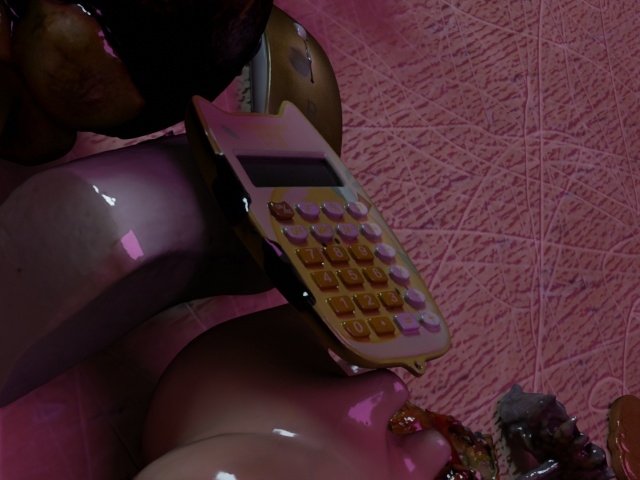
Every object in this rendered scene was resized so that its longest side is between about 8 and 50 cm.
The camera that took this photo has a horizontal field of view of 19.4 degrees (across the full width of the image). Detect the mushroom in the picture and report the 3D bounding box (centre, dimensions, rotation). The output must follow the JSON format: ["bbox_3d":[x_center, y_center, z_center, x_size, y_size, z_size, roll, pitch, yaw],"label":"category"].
[{"bbox_3d":[-0.091,-0.005,1.368,0.126,0.177,0.397,48,30,15],"label":"mushroom"}]

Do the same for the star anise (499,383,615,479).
[{"bbox_3d":[0.182,0.258,1.691,0.227,0.218,0.148,-38,138,-19],"label":"star anise"}]

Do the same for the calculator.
[{"bbox_3d":[0.000,0.000,1.268,0.157,0.033,0.236,0,50,-56],"label":"calculator"}]

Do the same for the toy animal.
[{"bbox_3d":[-0.046,0.180,1.254,0.237,0.269,0.326,48,2,-22],"label":"toy animal"}]

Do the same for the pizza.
[{"bbox_3d":[0.095,0.196,1.580,0.193,0.053,0.201,46,35,-23],"label":"pizza"}]

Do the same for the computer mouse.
[{"bbox_3d":[-0.024,-0.134,1.676,0.102,0.045,0.199,34,42,-40],"label":"computer mouse"}]

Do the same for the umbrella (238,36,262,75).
[{"bbox_3d":[-0.143,-0.217,1.556,0.224,0.071,0.080,26,18,-36],"label":"umbrella"}]

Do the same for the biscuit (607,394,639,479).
[{"bbox_3d":[0.330,0.218,1.927,0.102,0.019,0.130,37,40,-31],"label":"biscuit"}]

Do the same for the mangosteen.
[{"bbox_3d":[-0.176,-0.166,1.293,0.275,0.275,0.302,45,56,-24],"label":"mangosteen"}]
